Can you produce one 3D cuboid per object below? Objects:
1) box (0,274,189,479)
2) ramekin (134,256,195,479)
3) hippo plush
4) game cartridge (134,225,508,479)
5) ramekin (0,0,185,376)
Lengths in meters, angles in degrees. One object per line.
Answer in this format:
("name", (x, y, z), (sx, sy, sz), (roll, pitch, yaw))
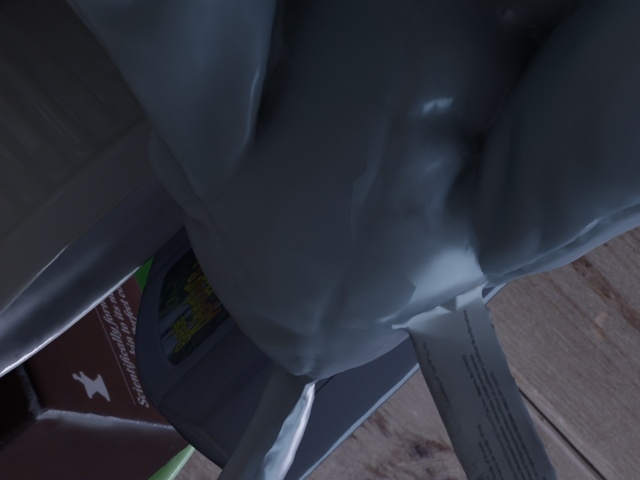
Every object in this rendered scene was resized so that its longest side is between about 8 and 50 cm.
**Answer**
("box", (-0.266, 0.133, 1.069), (0.381, 0.191, 0.143), (-41, 148, 25))
("ramekin", (-0.189, 0.079, 1.333), (0.303, 0.148, 0.303), (-47, 156, -29))
("hippo plush", (0.041, -0.083, 0.608), (0.234, 0.294, 0.236), (-10, -156, 10))
("game cartridge", (0.000, 0.000, 0.824), (0.196, 0.060, 0.294), (-48, -165, 6))
("ramekin", (-0.126, -0.034, 0.824), (0.207, 0.109, 0.207), (-41, 175, -4))
